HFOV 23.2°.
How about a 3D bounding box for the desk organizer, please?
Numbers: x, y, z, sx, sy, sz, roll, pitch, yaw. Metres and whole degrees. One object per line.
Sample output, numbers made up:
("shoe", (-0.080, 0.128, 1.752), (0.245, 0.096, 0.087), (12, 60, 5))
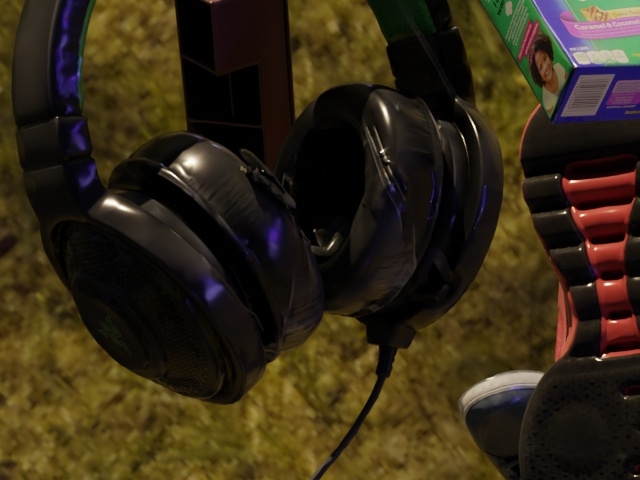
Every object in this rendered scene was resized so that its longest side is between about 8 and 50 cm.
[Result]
("desk organizer", (-0.049, -0.090, 0.912), (0.050, 0.130, 0.047), (-21, 33, -29))

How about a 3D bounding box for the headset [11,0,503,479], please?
("headset", (0.000, 0.000, 0.767), (0.243, 0.394, 0.185), (-18, 8, -32))

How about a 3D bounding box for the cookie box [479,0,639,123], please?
("cookie box", (0.140, -0.111, 0.798), (0.091, 0.040, 0.107), (-5, 49, -24))

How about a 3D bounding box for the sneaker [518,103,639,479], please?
("sneaker", (0.196, 0.062, 0.938), (0.115, 0.136, 0.314), (-4, 80, 29))

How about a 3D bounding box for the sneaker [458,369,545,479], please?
("sneaker", (0.193, 0.205, 1.191), (0.086, 0.226, 0.163), (-31, 45, 17))
